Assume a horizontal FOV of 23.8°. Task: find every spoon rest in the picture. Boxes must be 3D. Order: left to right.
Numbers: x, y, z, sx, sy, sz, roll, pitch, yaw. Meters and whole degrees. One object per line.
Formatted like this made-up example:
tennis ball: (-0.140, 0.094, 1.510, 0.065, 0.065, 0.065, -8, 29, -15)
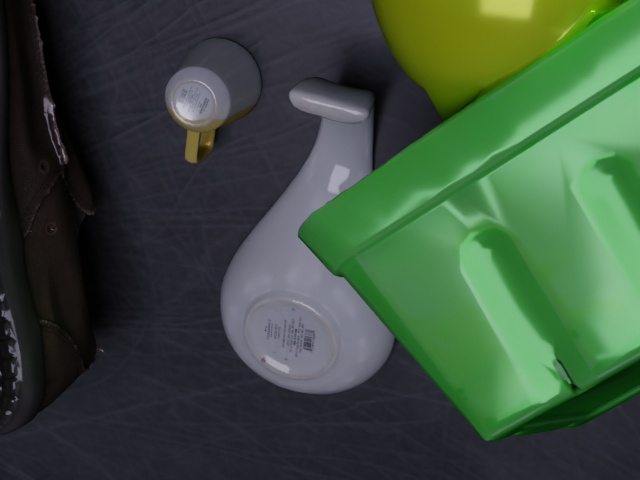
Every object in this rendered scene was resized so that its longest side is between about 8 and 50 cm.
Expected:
spoon rest: (0.000, 0.000, 1.093, 0.137, 0.084, 0.276, 17, 127, 10)

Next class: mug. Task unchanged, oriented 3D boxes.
mug: (-0.077, -0.099, 1.073, 0.062, 0.064, 0.078, -16, 106, 19)

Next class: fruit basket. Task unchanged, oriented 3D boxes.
fruit basket: (0.156, -0.105, 0.913, 0.392, 0.283, 0.392, -2, 86, 29)

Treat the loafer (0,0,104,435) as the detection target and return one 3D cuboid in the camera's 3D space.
loafer: (-0.241, -0.047, 1.112, 0.134, 0.130, 0.365, -2, 94, 29)
